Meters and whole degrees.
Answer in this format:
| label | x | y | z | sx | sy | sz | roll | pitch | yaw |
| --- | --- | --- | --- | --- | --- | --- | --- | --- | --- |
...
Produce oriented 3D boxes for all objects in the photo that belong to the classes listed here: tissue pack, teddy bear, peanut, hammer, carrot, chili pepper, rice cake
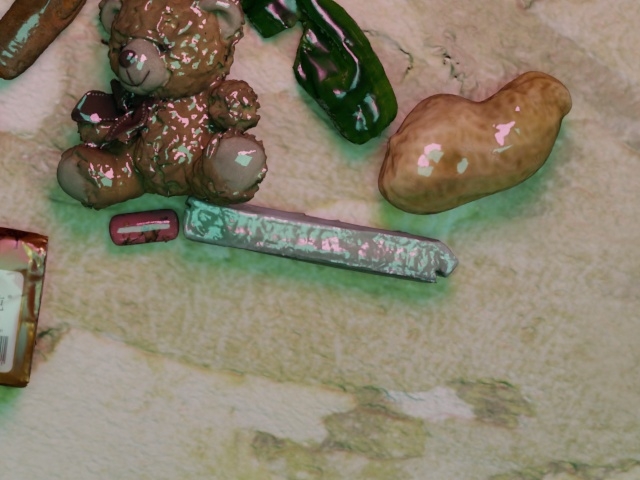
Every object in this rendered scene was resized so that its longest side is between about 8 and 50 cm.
| label | x | y | z | sx | sy | sz | roll | pitch | yaw |
| --- | --- | --- | --- | --- | --- | --- | --- | --- | --- |
| tissue pack | -0.437 | 0.068 | 1.841 | 0.226 | 0.092 | 0.183 | 8 | 96 | -8 |
| teddy bear | -0.170 | -0.169 | 1.818 | 0.267 | 0.156 | 0.256 | 1 | 103 | 22 |
| peanut | 0.184 | -0.117 | 1.889 | 0.253 | 0.122 | 0.137 | -17 | 91 | -8 |
| hammer | -0.209 | -0.015 | 1.888 | 0.083 | 0.043 | 0.043 | -7 | 98 | -9 |
| carrot | -0.275 | -0.330 | 1.828 | 0.070 | 0.070 | 0.342 | 35 | 90 | -10 |
| chili pepper | 0.003 | -0.227 | 1.872 | 0.099 | 0.083 | 0.253 | -39 | 97 | 8 |
| rice cake | 0.000 | 0.000 | 1.905 | 0.336 | 0.066 | 0.063 | 12 | 95 | -10 |
